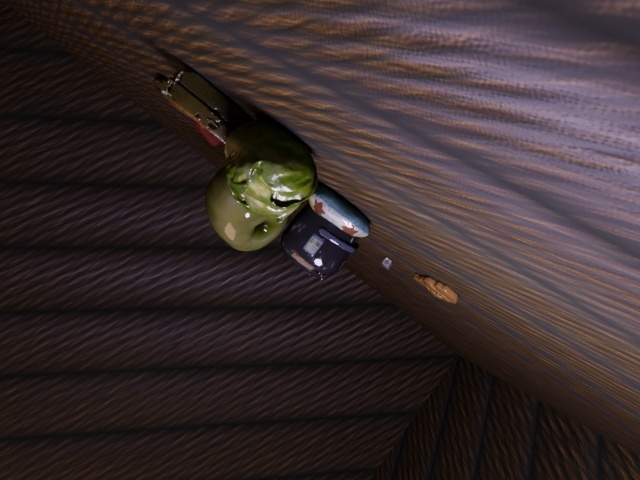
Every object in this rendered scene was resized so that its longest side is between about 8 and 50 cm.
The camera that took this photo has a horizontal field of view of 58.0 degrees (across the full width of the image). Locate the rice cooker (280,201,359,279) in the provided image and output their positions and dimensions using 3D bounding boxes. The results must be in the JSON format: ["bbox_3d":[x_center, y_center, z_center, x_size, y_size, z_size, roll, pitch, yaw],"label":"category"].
[{"bbox_3d":[0.000,0.000,2.032,0.267,0.224,0.267,34,-172,-6],"label":"rice cooker"}]

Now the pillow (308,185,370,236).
[{"bbox_3d":[0.061,-0.091,1.850,0.233,0.086,0.214,34,-174,1],"label":"pillow"}]

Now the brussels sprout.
[{"bbox_3d":[-0.138,-0.182,1.550,0.294,0.227,0.259,43,163,17],"label":"brussels sprout"}]

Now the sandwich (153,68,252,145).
[{"bbox_3d":[-0.315,-0.375,1.673,0.292,0.109,0.212,39,-178,1],"label":"sandwich"}]

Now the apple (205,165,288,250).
[{"bbox_3d":[-0.305,-0.142,2.394,0.357,0.357,0.357,37,175,4],"label":"apple"}]

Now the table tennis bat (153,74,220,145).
[{"bbox_3d":[-0.479,-0.478,2.167,0.268,0.051,0.414,35,172,22],"label":"table tennis bat"}]

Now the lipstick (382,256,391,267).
[{"bbox_3d":[0.273,0.099,2.349,0.030,0.030,0.129,35,175,15],"label":"lipstick"}]

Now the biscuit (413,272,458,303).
[{"bbox_3d":[0.419,0.175,2.060,0.144,0.040,0.236,32,178,-11],"label":"biscuit"}]
